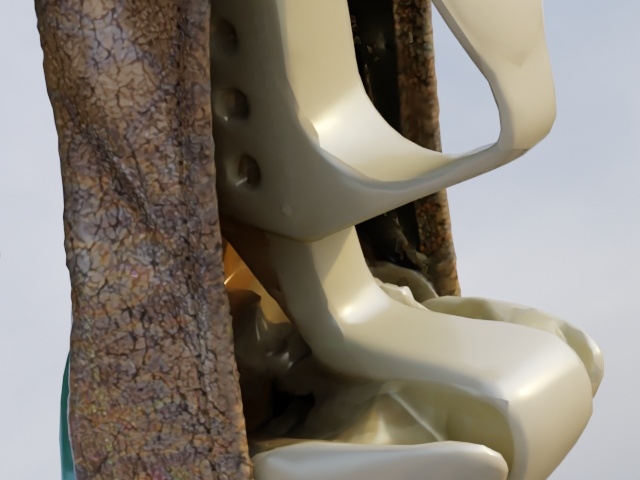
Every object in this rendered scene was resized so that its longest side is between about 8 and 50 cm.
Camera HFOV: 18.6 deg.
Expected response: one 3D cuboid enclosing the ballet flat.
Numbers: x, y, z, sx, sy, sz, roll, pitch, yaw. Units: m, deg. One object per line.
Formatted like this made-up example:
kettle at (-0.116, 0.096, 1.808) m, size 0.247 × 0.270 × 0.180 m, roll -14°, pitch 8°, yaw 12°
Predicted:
ballet flat at (0.000, 0.000, 0.404) m, size 0.106 × 0.316 × 0.107 m, roll 5°, pitch 25°, yaw 34°
